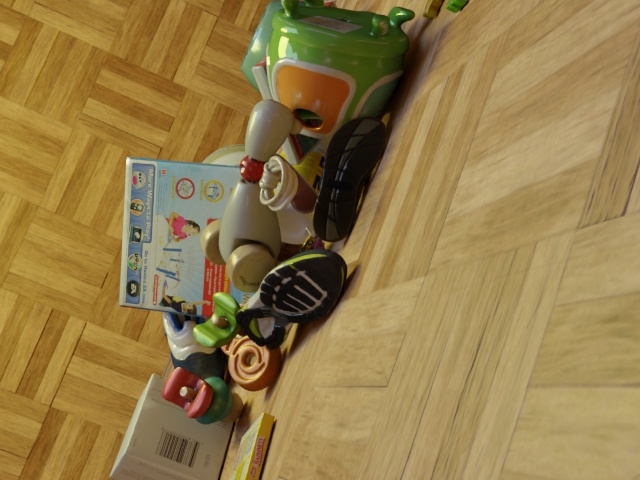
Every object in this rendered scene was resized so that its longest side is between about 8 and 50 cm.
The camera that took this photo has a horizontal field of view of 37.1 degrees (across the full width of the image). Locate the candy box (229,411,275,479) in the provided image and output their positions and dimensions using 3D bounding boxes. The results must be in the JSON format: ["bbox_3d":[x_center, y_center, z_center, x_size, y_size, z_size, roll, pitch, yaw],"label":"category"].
[{"bbox_3d":[-0.120,0.375,1.467,0.105,0.027,0.206,122,167,-50],"label":"candy box"}]

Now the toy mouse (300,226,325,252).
[{"bbox_3d":[0.000,0.000,1.662,0.143,0.031,0.161,125,164,-47],"label":"toy mouse"}]

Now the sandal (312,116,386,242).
[{"bbox_3d":[0.046,-0.099,1.570,0.060,0.090,0.219,44,-119,-78],"label":"sandal"}]

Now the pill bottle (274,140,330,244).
[{"bbox_3d":[-0.039,-0.107,1.840,0.119,0.119,0.208,127,162,-52],"label":"pill bottle"}]

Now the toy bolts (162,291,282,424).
[{"bbox_3d":[-0.145,0.244,1.726,0.218,0.158,0.228,33,90,39],"label":"toy bolts"}]

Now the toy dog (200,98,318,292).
[{"bbox_3d":[-0.080,-0.062,1.635,0.334,0.161,0.220,-57,43,38],"label":"toy dog"}]

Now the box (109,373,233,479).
[{"bbox_3d":[-0.273,0.378,1.795,0.119,0.181,0.182,-55,16,46],"label":"box"}]

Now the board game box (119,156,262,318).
[{"bbox_3d":[-0.246,-0.005,1.918,0.086,0.301,0.308,-12,-72,-71],"label":"board game box"}]

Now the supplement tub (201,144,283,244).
[{"bbox_3d":[-0.171,-0.089,2.132,0.325,0.235,0.235,-128,62,-78],"label":"supplement tub"}]

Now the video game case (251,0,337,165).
[{"bbox_3d":[-0.015,-0.301,1.804,0.025,0.204,0.285,1,36,34],"label":"video game case"}]

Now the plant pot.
[{"bbox_3d":[-0.059,-0.465,2.386,0.293,0.235,0.293,-61,12,23],"label":"plant pot"}]

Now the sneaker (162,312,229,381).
[{"bbox_3d":[-0.279,0.196,2.108,0.323,0.130,0.236,-115,18,-66],"label":"sneaker"}]

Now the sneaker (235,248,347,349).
[{"bbox_3d":[-0.040,0.070,1.524,0.121,0.111,0.300,-56,11,-33],"label":"sneaker"}]

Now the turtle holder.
[{"bbox_3d":[0.022,-0.311,1.668,0.320,0.243,0.227,-104,22,-66],"label":"turtle holder"}]

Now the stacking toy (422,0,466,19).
[{"bbox_3d":[0.135,-0.415,1.511,0.221,0.167,0.052,-126,60,-79],"label":"stacking toy"}]
